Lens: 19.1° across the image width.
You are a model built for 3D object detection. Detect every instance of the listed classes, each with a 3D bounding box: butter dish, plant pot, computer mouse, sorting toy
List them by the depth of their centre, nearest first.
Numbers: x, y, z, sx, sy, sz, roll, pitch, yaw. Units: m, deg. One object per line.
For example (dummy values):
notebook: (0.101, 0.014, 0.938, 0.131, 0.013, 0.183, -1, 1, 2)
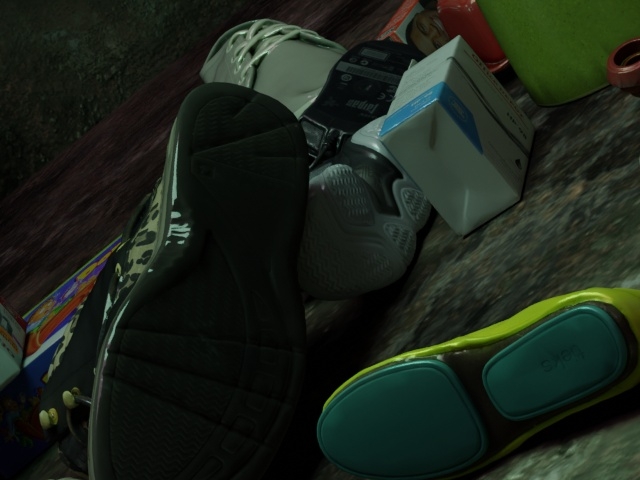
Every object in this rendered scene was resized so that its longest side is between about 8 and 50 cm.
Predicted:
sorting toy: (0.260, -0.135, 1.392, 0.102, 0.042, 0.061, -23, 34, 19)
plant pot: (0.194, -0.309, 1.562, 0.275, 0.293, 0.275, -38, 14, 11)
butter dish: (0.170, -0.240, 1.791, 0.160, 0.118, 0.160, -43, 14, -6)
computer mouse: (-0.006, -0.109, 1.836, 0.184, 0.060, 0.262, 11, 42, 16)

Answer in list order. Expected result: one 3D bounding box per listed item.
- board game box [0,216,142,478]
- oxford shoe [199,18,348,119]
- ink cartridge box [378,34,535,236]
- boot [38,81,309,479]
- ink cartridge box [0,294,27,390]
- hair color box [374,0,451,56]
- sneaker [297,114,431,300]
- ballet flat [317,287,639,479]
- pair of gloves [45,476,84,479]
board game box: (-0.198, 0.066, 1.906, 0.347, 0.078, 0.233, -39, 13, 5)
oxford shoe: (-0.049, -0.185, 2.171, 0.169, 0.130, 0.449, -28, 13, -7)
ink cartridge box: (0.112, -0.092, 1.497, 0.060, 0.104, 0.180, -35, 15, 24)
boot: (-0.121, 0.100, 1.393, 0.284, 0.138, 0.377, 125, 156, -49)
ink cartridge box: (-0.370, 0.098, 1.825, 0.127, 0.128, 0.176, -40, 14, 3)
hair color box: (0.110, -0.216, 1.983, 0.043, 0.072, 0.141, -29, 18, 41)
sneaker: (0.000, 0.000, 1.536, 0.153, 0.101, 0.268, -34, 9, 29)
ballet flat: (0.102, 0.080, 1.070, 0.231, 0.077, 0.077, -26, -2, 39)
pair of gloves: (-0.309, 0.240, 1.510, 0.240, 0.042, 0.204, -10, -12, -32)
